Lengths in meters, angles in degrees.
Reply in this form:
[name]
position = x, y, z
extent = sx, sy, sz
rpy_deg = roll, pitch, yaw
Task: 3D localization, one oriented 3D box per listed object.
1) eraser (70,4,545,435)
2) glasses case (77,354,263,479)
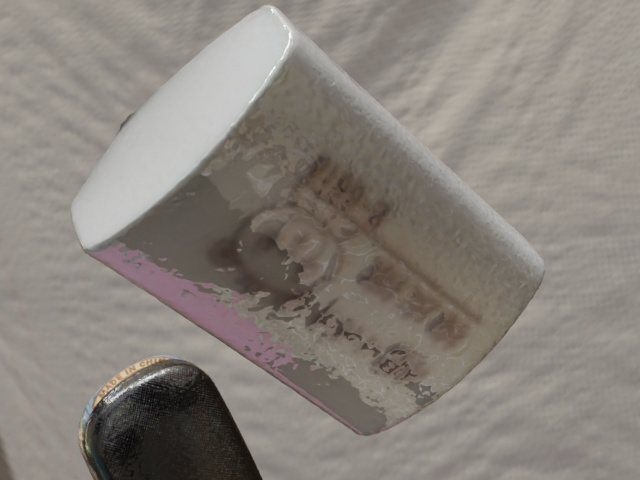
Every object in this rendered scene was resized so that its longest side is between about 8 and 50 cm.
[eraser]
position = 0.000, 0.000, 0.903
extent = 0.174, 0.270, 0.094
rpy_deg = -43, -139, 10
[glasses case]
position = -0.104, 0.241, 1.256
extent = 0.082, 0.122, 0.321
rpy_deg = 23, -39, 52
